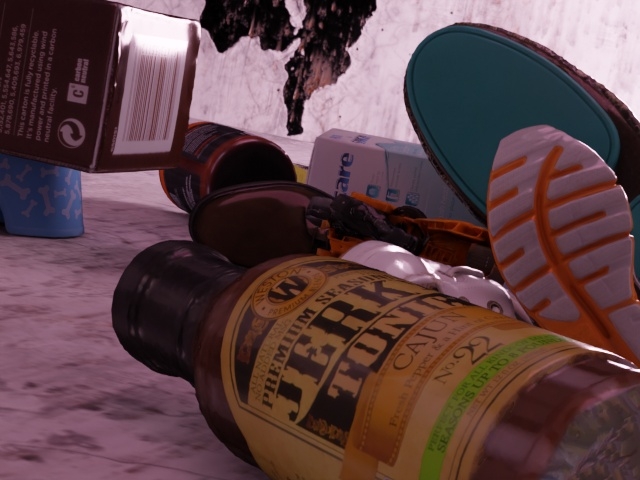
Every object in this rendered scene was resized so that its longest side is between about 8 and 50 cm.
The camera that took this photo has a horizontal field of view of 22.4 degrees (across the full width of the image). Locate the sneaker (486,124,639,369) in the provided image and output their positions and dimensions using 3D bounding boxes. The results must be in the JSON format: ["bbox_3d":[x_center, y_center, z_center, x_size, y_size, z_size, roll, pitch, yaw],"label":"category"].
[{"bbox_3d":[0.155,0.035,0.958,0.084,0.215,0.083,-21,-7,0],"label":"sneaker"}]

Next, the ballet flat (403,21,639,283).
[{"bbox_3d":[0.271,-0.019,1.407,0.483,0.164,0.182,40,10,32],"label":"ballet flat"}]

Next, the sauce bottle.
[{"bbox_3d":[0.016,0.068,0.715,0.111,0.111,0.344,6,7,-38],"label":"sauce bottle"}]

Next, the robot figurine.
[{"bbox_3d":[0.119,0.034,1.192,0.291,0.085,0.211,17,-3,42],"label":"robot figurine"}]

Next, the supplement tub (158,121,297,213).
[{"bbox_3d":[-0.108,-0.071,1.713,0.106,0.106,0.198,8,8,-26],"label":"supplement tub"}]

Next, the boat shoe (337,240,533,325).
[{"bbox_3d":[0.076,0.057,0.950,0.096,0.098,0.277,13,5,23],"label":"boat shoe"}]

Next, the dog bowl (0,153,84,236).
[{"bbox_3d":[-0.341,-0.062,1.391,0.297,0.074,0.166,8,7,-30],"label":"dog bowl"}]

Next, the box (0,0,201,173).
[{"bbox_3d":[-0.312,-0.158,1.349,0.381,0.143,0.191,11,7,14],"label":"box"}]

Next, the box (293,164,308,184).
[{"bbox_3d":[0.024,-0.046,1.927,0.087,0.058,0.232,9,7,-15],"label":"box"}]

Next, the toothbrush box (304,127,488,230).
[{"bbox_3d":[0.134,-0.027,1.639,0.295,0.126,0.216,12,7,2],"label":"toothbrush box"}]

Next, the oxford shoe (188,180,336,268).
[{"bbox_3d":[0.000,0.000,1.395,0.227,0.083,0.096,8,11,-12],"label":"oxford shoe"}]
